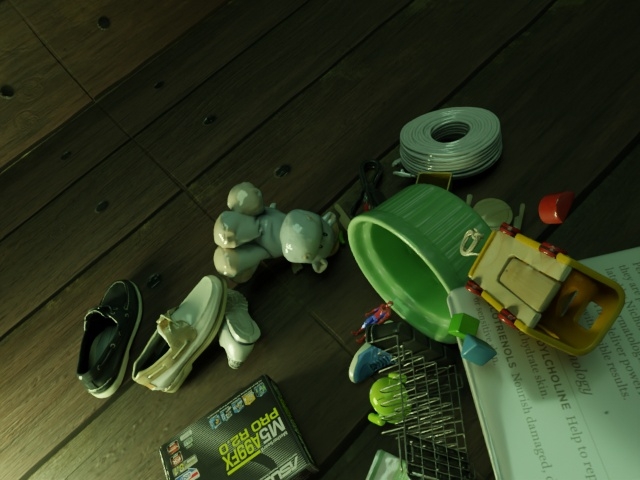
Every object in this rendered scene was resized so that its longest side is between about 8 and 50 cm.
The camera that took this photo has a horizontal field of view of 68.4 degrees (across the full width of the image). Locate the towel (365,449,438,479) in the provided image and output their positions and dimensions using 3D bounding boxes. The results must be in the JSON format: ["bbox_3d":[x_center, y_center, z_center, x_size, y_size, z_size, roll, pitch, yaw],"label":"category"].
[{"bbox_3d":[0.144,0.442,0.808,0.151,0.023,0.113,14,62,32],"label":"towel"}]

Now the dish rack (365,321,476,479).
[{"bbox_3d":[0.171,0.281,0.793,0.074,0.208,0.272,-30,44,35],"label":"dish rack"}]

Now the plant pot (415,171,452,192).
[{"bbox_3d":[0.276,-0.107,1.136,0.081,0.083,0.082,5,57,27],"label":"plant pot"}]

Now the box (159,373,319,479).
[{"bbox_3d":[-0.167,0.431,0.932,0.270,0.060,0.216,-34,48,-3],"label":"box"}]

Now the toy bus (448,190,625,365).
[{"bbox_3d":[0.258,0.053,0.567,0.104,0.191,0.202,26,57,-10],"label":"toy bus"}]

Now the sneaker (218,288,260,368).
[{"bbox_3d":[-0.217,0.197,1.124,0.095,0.090,0.235,-69,28,21],"label":"sneaker"}]

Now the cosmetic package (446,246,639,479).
[{"bbox_3d":[0.421,0.237,0.637,0.393,0.330,0.328,-15,47,12],"label":"cosmetic package"}]

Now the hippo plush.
[{"bbox_3d":[-0.095,0.014,1.121,0.236,0.294,0.235,17,85,16],"label":"hippo plush"}]

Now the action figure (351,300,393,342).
[{"bbox_3d":[0.114,0.169,1.003,0.115,0.030,0.038,-47,41,15],"label":"action figure"}]

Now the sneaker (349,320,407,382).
[{"bbox_3d":[0.130,0.237,0.950,0.152,0.058,0.084,-44,41,-21],"label":"sneaker"}]

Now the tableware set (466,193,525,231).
[{"bbox_3d":[0.369,-0.005,1.047,0.128,0.039,0.194,13,66,18],"label":"tableware set"}]

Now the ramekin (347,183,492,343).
[{"bbox_3d":[0.208,0.037,0.919,0.148,0.304,0.303,-38,48,-17],"label":"ramekin"}]

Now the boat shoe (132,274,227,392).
[{"bbox_3d":[-0.317,0.209,1.069,0.113,0.103,0.303,32,95,49],"label":"boat shoe"}]

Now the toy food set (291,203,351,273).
[{"bbox_3d":[0.000,0.000,1.214,0.192,0.038,0.132,-37,42,8],"label":"toy food set"}]

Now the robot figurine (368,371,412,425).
[{"bbox_3d":[0.130,0.294,0.867,0.067,0.115,0.101,20,65,34],"label":"robot figurine"}]

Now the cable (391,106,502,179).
[{"bbox_3d":[0.329,-0.254,1.204,0.256,0.089,0.257,14,50,34],"label":"cable"}]

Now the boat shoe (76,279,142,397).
[{"bbox_3d":[-0.564,0.228,1.233,0.127,0.113,0.340,-13,50,15],"label":"boat shoe"}]

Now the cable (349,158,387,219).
[{"bbox_3d":[0.128,-0.107,1.222,0.139,0.072,0.287,-11,41,-4],"label":"cable"}]
